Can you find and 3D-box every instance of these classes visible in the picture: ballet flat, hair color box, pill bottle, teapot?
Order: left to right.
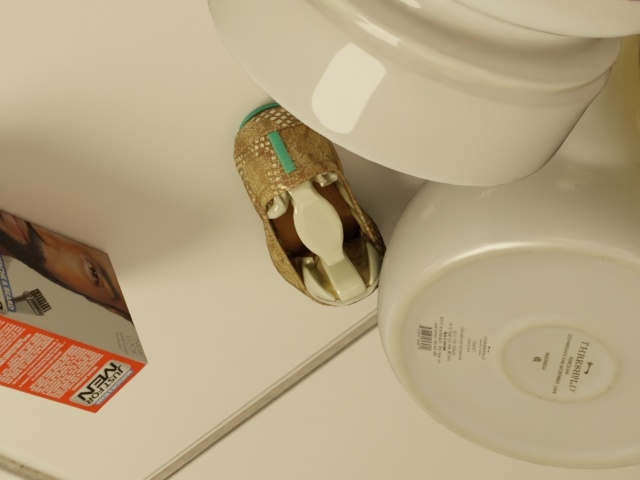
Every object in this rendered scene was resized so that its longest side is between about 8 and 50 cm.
[{"bbox_3d":[-0.183,0.029,0.848,0.053,0.093,0.167,-42,140,19],"label":"hair color box"},{"bbox_3d":[0.000,0.000,0.940,0.073,0.067,0.206,-28,142,4],"label":"ballet flat"},{"bbox_3d":[0.162,0.013,0.966,0.252,0.187,0.256,41,132,-23],"label":"teapot"},{"bbox_3d":[0.109,-0.226,0.615,0.224,0.224,0.392,3,133,-32],"label":"pill bottle"}]
